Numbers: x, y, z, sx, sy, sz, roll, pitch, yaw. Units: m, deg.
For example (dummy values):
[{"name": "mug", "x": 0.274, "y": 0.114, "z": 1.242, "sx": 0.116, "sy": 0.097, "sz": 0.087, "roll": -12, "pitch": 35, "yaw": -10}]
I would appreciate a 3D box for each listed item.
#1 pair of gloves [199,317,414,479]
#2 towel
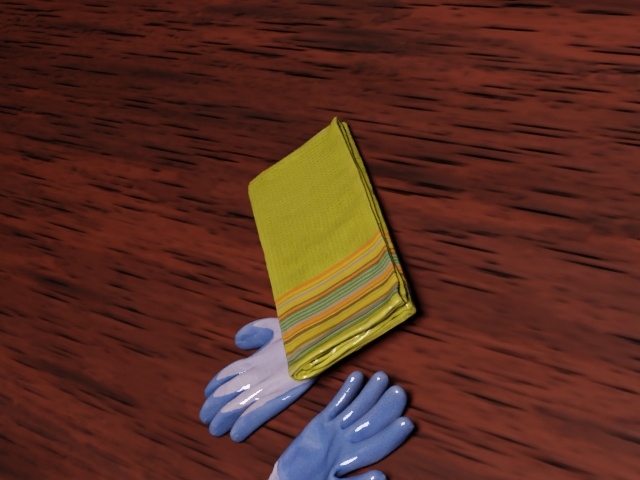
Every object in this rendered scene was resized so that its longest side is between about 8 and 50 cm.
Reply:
[{"name": "pair of gloves", "x": -0.016, "y": 0.118, "z": 1.042, "sx": 0.159, "sy": 0.023, "sz": 0.198, "roll": -37, "pitch": 42, "yaw": 13}, {"name": "towel", "x": 0.000, "y": 0.000, "z": 1.105, "sx": 0.102, "sy": 0.021, "sz": 0.237, "roll": -32, "pitch": 37, "yaw": 12}]
